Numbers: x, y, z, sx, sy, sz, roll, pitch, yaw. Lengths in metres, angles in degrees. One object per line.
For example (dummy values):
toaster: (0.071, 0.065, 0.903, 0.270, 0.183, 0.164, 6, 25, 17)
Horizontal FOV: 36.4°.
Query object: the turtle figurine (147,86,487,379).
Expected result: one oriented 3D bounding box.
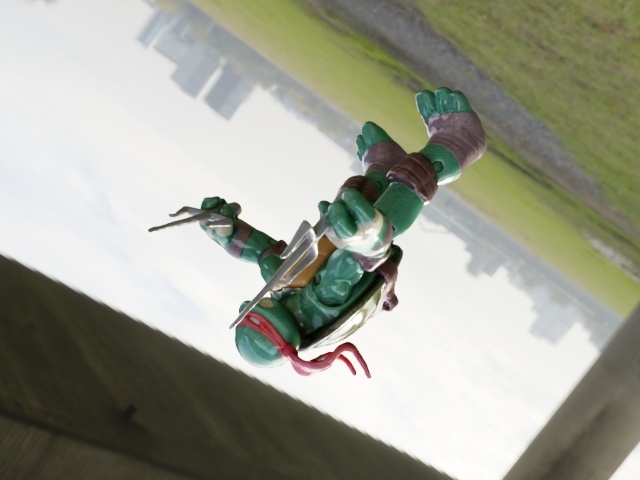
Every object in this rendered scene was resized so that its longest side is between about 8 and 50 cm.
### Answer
turtle figurine: (0.000, 0.000, 0.592, 0.175, 0.234, 0.118, 1, 126, 46)
